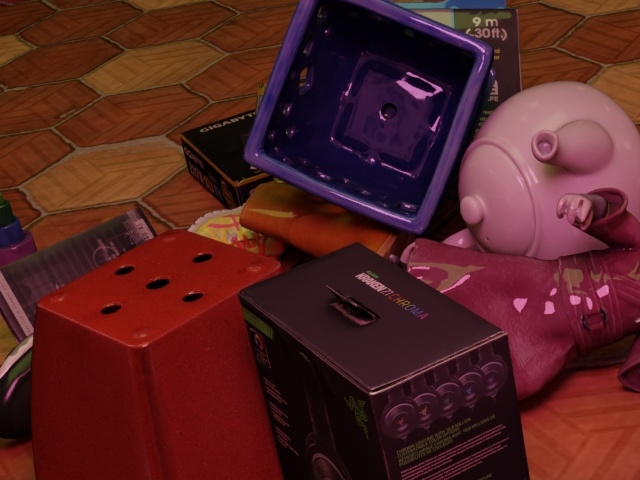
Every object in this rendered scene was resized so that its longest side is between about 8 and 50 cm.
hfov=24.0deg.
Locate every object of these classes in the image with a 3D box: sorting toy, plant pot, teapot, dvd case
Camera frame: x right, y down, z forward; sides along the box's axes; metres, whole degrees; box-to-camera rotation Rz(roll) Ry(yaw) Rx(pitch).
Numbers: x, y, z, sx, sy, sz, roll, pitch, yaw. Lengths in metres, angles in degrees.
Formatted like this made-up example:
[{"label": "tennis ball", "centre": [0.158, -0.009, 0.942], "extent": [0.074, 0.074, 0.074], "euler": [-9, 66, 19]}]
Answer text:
[{"label": "sorting toy", "centre": [-0.338, 0.002, 1.994], "extent": [0.127, 0.126, 0.365], "euler": [-31, 32, -35]}, {"label": "plant pot", "centre": [-0.131, 0.141, 1.476], "extent": [0.267, 0.236, 0.267], "euler": [-29, 30, -33]}, {"label": "teapot", "centre": [0.239, -0.051, 1.706], "extent": [0.187, 0.256, 0.252], "euler": [-17, 28, -24]}, {"label": "plant pot", "centre": [0.073, -0.153, 1.783], "extent": [0.236, 0.236, 0.212], "euler": [23, 6, 12]}, {"label": "dvd case", "centre": [-0.272, 0.069, 1.816], "extent": [0.221, 0.164, 0.018], "euler": [-26, -14, -28]}]

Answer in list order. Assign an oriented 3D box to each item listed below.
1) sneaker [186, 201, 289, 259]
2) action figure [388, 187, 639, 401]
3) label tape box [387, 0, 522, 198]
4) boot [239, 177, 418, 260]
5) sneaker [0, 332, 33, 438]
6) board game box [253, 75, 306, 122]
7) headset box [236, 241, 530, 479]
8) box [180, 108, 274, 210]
[{"label": "sneaker", "centre": [-0.095, 0.000, 1.944], "extent": [0.094, 0.081, 0.208], "euler": [21, 42, 40]}, {"label": "action figure", "centre": [0.267, 0.078, 1.550], "extent": [0.370, 0.248, 0.276], "euler": [-12, -2, 3]}, {"label": "label tape box", "centre": [0.137, -0.232, 2.004], "extent": [0.249, 0.348, 0.115], "euler": [0, -18, 1]}, {"label": "boot", "centre": [0.000, -0.001, 1.820], "extent": [0.211, 0.104, 0.295], "euler": [12, 18, 8]}, {"label": "sneaker", "centre": [-0.236, 0.142, 1.684], "extent": [0.283, 0.107, 0.124], "euler": [-30, 36, -34]}, {"label": "board game box", "centre": [0.008, -0.180, 2.118], "extent": [0.194, 0.060, 0.194], "euler": [-8, 25, 5]}, {"label": "headset box", "centre": [0.059, 0.163, 1.288], "extent": [0.131, 0.283, 0.246], "euler": [-22, 27, -21]}, {"label": "box", "centre": [-0.014, -0.140, 2.206], "extent": [0.322, 0.079, 0.257], "euler": [-19, 28, -15]}]
